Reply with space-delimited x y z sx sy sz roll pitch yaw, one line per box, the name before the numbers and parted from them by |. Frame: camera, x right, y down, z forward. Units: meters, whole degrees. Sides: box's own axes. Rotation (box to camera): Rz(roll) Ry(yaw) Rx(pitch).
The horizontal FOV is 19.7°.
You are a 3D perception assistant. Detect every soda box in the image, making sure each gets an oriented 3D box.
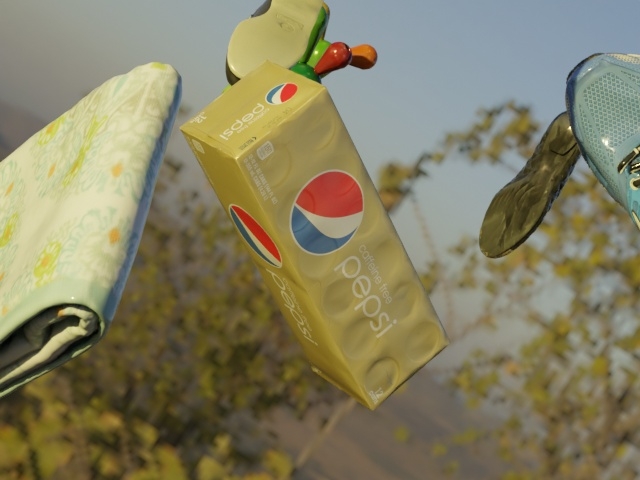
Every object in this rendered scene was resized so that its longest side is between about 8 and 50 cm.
soda box | 0.000 0.000 0.955 0.058 0.061 0.181 29 -27 51

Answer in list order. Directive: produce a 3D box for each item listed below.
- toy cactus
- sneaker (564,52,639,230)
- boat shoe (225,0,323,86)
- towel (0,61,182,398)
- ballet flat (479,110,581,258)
toy cactus | -0.022 -0.080 1.464 0.112 0.219 0.180 14 45 -21
sneaker | 0.315 -0.029 1.497 0.330 0.130 0.147 52 12 17
boat shoe | -0.034 -0.138 1.285 0.049 0.042 0.133 31 39 -2
towel | -0.304 0.002 2.010 0.090 0.320 0.374 30 -37 -28
ballet flat | 0.217 -0.052 1.820 0.057 0.173 0.049 41 12 28
